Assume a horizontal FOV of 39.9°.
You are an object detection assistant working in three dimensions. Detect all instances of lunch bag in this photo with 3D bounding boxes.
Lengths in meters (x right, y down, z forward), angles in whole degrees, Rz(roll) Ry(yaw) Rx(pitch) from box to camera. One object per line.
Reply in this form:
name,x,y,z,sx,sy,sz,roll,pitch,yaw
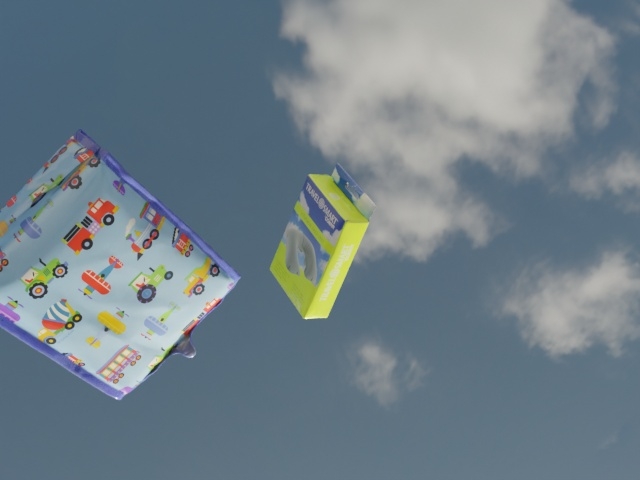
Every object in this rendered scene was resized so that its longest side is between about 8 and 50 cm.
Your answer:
lunch bag,-0.245,0.053,1.059,0.221,0.293,0.138,-47,-148,-6

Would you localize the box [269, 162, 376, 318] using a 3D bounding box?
box,0.000,0.000,1.139,0.043,0.178,0.109,1,-145,-35
